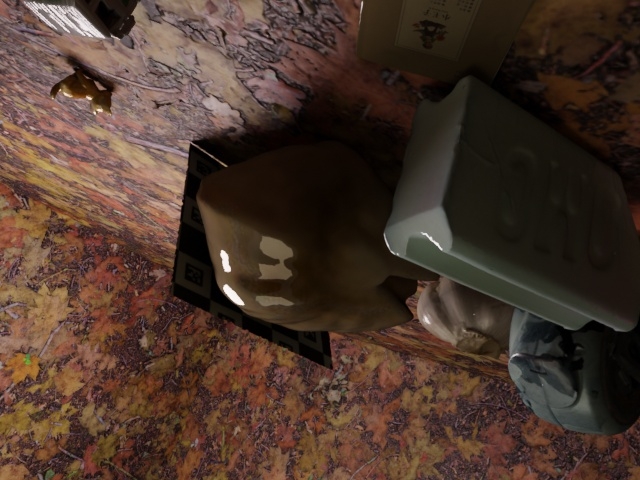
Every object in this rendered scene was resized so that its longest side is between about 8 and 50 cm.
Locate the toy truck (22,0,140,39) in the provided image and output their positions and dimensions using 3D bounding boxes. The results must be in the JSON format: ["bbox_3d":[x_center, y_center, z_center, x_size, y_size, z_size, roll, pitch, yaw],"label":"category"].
[{"bbox_3d":[-0.245,-0.275,0.410,0.101,0.125,0.242,14,164,19],"label":"toy truck"}]

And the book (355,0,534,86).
[{"bbox_3d":[0.101,-0.199,0.416,0.138,0.016,0.199,19,164,5],"label":"book"}]

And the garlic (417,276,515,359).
[{"bbox_3d":[0.314,0.126,1.023,0.229,0.178,0.143,4,133,-3],"label":"garlic"}]

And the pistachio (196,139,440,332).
[{"bbox_3d":[0.000,0.000,0.770,0.365,0.281,0.445,29,-174,17],"label":"pistachio"}]

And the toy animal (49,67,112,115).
[{"bbox_3d":[-0.383,-0.232,0.826,0.060,0.081,0.083,0,134,46],"label":"toy animal"}]

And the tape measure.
[{"bbox_3d":[0.398,0.152,0.760,0.275,0.256,0.147,38,157,-32],"label":"tape measure"}]

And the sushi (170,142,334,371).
[{"bbox_3d":[-0.131,0.039,0.926,0.064,0.359,0.343,-36,131,26],"label":"sushi"}]

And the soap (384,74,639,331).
[{"bbox_3d":[0.218,-0.024,0.535,0.289,0.173,0.095,23,164,-24],"label":"soap"}]
